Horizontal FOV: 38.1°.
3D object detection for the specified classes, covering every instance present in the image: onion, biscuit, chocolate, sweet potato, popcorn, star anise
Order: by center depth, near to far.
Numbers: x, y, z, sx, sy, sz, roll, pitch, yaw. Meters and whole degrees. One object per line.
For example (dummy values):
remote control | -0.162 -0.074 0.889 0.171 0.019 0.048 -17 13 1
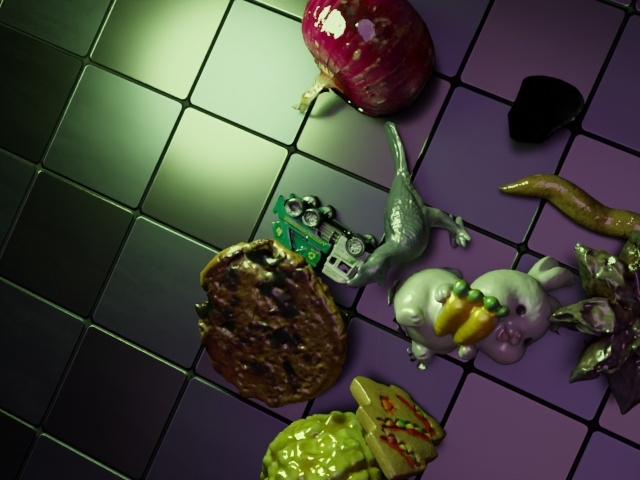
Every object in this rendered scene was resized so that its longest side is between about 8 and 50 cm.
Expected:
star anise | 0.550 0.142 1.617 0.332 0.117 0.331 1 87 -17
biscuit | 0.142 0.345 1.683 0.212 0.238 0.041 35 116 -12
popcorn | 0.013 0.445 1.687 0.224 0.270 0.258 -26 74 -22
sweet potato | 0.477 -0.070 1.730 0.281 0.059 0.067 28 122 15
chocolate | 0.418 -0.243 1.749 0.149 0.080 0.125 -35 68 14
onion | 0.091 -0.372 1.754 0.256 0.230 0.272 19 82 12
biscuit | -0.097 0.160 1.797 0.289 0.081 0.334 -26 92 21

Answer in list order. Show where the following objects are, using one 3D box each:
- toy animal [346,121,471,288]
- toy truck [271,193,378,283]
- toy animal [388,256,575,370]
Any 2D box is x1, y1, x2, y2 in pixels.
toy animal | 0.181 -0.044 1.746 0.206 0.081 0.367 20 61 -10
toy truck | 0.000 0.000 1.804 0.216 0.110 0.116 34 105 12
toy animal | 0.295 0.128 1.672 0.310 0.247 0.183 -9 100 26
